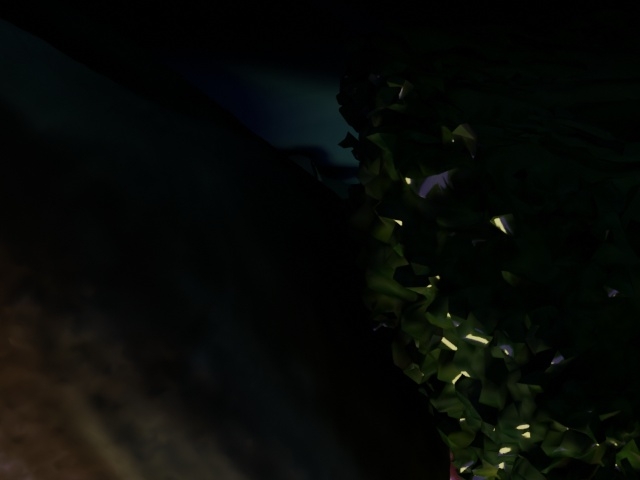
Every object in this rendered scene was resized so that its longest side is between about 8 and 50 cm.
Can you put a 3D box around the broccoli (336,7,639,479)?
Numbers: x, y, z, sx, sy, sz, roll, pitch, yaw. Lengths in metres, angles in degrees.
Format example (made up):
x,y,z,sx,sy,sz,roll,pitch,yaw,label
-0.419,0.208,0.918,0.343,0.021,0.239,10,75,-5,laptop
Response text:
x,y,z,sx,sy,sz,roll,pitch,yaw,label
0.117,0.004,0.479,0.194,0.194,0.219,-8,138,43,broccoli

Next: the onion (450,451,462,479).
x,y,z,sx,sy,sz,roll,pitch,yaw,label
0.065,0.084,0.935,0.115,0.115,0.104,2,122,13,onion

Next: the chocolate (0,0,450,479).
x,y,z,sx,sy,sz,roll,pitch,yaw,label
-0.054,-0.001,0.469,0.254,0.157,0.080,33,119,-27,chocolate

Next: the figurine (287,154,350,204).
x,y,z,sx,sy,sz,roll,pitch,yaw,label
0.000,0.000,0.706,0.060,0.047,0.106,-32,154,0,figurine
